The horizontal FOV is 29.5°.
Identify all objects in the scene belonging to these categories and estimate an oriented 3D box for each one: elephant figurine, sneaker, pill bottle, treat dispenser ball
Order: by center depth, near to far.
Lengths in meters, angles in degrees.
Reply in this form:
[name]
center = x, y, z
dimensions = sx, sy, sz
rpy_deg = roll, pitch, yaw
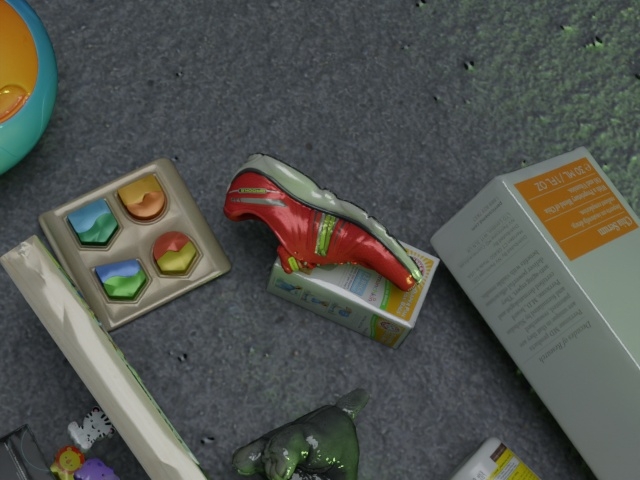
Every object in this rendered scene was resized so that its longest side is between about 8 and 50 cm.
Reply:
[elephant figurine]
center = 0.002, 0.342, 1.519
dimensions = 0.169, 0.186, 0.239
rpy_deg = -17, 79, -61
[pill bottle]
center = 0.258, 0.363, 1.555
dimensions = 0.215, 0.117, 0.117
rpy_deg = 44, 68, 9
[treat dispenser ball]
center = -0.484, -0.211, 1.565
dimensions = 0.288, 0.288, 0.288
rpy_deg = 3, 68, -8
[sneaker]
center = 0.000, 0.000, 1.570
dimensions = 0.279, 0.107, 0.118
rpy_deg = 31, 85, 7

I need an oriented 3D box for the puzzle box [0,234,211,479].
[puzzle box]
center = -0.225, 0.194, 1.443
dimensions = 0.052, 0.272, 0.409
rpy_deg = -35, 81, -9

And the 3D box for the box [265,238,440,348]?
[box]
center = 0.044, 0.047, 1.653
dimensions = 0.203, 0.103, 0.114
rpy_deg = 25, 67, 1

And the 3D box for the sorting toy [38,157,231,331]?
[sorting toy]
center = -0.252, 0.000, 1.656
dimensions = 0.208, 0.038, 0.193
rpy_deg = -26, 75, -19

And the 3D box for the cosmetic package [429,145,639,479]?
[cosmetic package]
center = 0.377, 0.113, 1.609
dimensions = 0.230, 0.161, 0.453
rpy_deg = -21, 71, -47

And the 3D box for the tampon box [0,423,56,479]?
[tampon box]
center = -0.363, 0.310, 1.444
dimensions = 0.101, 0.161, 0.120
rpy_deg = -27, 73, -19

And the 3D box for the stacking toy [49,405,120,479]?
[stacking toy]
center = -0.241, 0.317, 1.460
dimensions = 0.052, 0.167, 0.221
rpy_deg = -32, 77, -32
